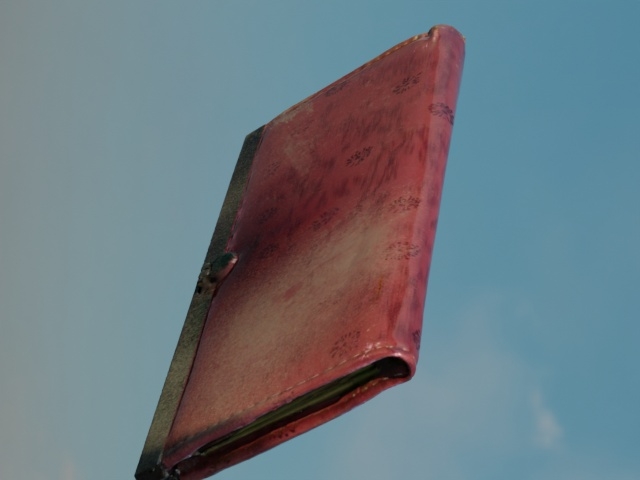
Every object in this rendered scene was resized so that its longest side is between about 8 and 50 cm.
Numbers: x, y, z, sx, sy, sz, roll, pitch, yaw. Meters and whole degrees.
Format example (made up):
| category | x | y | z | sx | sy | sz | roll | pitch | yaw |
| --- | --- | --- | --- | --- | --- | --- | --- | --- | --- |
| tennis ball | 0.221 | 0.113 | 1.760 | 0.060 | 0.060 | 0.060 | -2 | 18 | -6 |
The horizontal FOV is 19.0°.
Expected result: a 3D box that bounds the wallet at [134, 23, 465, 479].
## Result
| category | x | y | z | sx | sy | sz | roll | pitch | yaw |
| --- | --- | --- | --- | --- | --- | --- | --- | --- | --- |
| wallet | 0.000 | 0.000 | 0.760 | 0.119 | 0.025 | 0.232 | -27 | -153 | 25 |
